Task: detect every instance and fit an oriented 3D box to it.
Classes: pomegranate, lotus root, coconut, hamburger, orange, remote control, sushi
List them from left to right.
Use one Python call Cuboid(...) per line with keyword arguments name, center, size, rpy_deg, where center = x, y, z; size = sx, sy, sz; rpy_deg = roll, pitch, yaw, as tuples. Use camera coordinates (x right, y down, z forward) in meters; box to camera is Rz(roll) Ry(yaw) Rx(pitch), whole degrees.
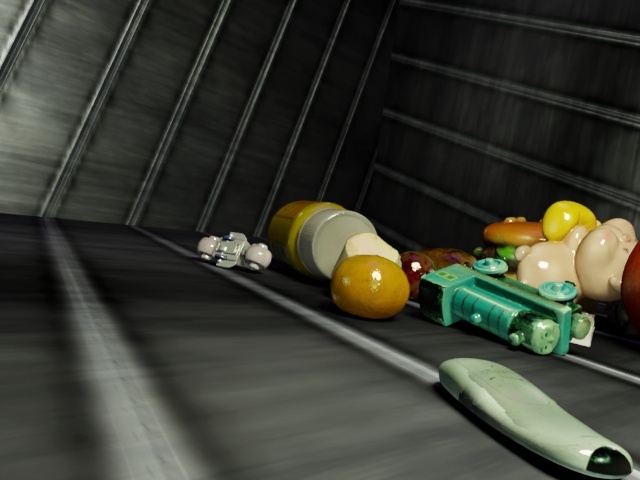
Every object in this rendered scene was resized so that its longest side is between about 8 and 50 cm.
Cuboid(name="coconut", center=(0.100, 0.073, 1.224), size=(0.147, 0.153, 0.147), rpy_deg=(12, 38, -10))
Cuboid(name="orange", center=(0.097, 0.087, 1.054), size=(0.156, 0.124, 0.156), rpy_deg=(7, 6, -1))
Cuboid(name="pomegranate", center=(0.226, 0.090, 1.418), size=(0.159, 0.129, 0.129), rpy_deg=(1, -3, 42))
Cuboid(name="lotus root", center=(0.366, 0.090, 1.635), size=(0.314, 0.141, 0.169), rpy_deg=(9, -2, 36))
Cuboid(name="remote control", center=(0.201, 0.166, 0.546), size=(0.097, 0.045, 0.256), rpy_deg=(7, 5, -17))
Cuboid(name="hamburger", center=(0.699, 0.070, 1.693), size=(0.396, 0.277, 0.396), rpy_deg=(7, 3, 0))
Cuboid(name="sushi", center=(0.829, 0.185, 1.398), size=(0.124, 0.130, 0.332), rpy_deg=(14, 10, 17))

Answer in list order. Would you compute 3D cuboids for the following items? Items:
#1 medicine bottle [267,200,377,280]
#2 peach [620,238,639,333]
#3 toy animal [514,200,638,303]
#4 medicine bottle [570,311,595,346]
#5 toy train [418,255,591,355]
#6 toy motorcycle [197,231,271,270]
Cuboid(name="medicine bottle", center=(0.000, 0.000, 1.532), size=(0.224, 0.224, 0.384), rpy_deg=(7, 2, -20))
Cuboid(name="peach", center=(0.784, 0.084, 1.026), size=(0.388, 0.388, 0.388), rpy_deg=(8, 3, 0))
Cuboid(name="toy animal", center=(0.663, 0.043, 1.331), size=(0.345, 0.277, 0.247), rpy_deg=(-17, 13, -26))
Cuboid(name="medicine bottle", center=(0.512, 0.178, 1.195), size=(0.171, 0.052, 0.201), rpy_deg=(10, 4, 26))
Cuboid(name="toy train", center=(0.349, 0.128, 1.041), size=(0.194, 0.120, 0.298), rpy_deg=(-16, 22, -28))
Cuboid(name="toy motorcycle", center=(-0.238, 0.040, 1.516), size=(0.254, 0.112, 0.112), rpy_deg=(8, 2, 33))
